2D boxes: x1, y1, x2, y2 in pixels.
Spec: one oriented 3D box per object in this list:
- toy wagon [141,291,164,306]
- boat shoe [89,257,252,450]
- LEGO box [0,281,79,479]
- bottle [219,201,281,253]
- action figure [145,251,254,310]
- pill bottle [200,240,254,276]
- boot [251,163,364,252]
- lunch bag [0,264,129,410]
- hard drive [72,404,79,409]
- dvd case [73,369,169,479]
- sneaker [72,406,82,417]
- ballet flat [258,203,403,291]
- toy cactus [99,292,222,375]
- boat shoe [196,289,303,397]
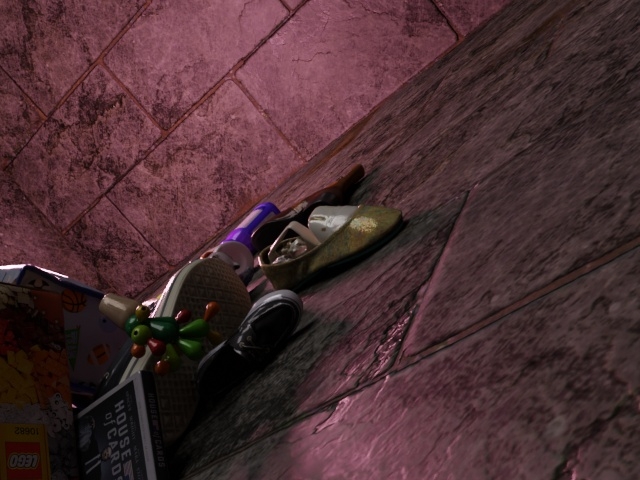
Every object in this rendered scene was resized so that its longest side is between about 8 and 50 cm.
[{"bbox_3d":[-0.490,0.237,2.222,0.267,0.068,0.344,2,36,42],"label":"toy wagon"},{"bbox_3d":[-0.260,0.192,1.407,0.156,0.187,0.500,-30,19,28],"label":"boat shoe"},{"bbox_3d":[-0.608,0.333,1.244,0.500,0.372,0.193,-32,-31,31],"label":"LEGO box"},{"bbox_3d":[-0.228,-0.003,2.424,0.118,0.092,0.283,-31,14,49],"label":"bottle"},{"bbox_3d":[-0.306,0.152,1.806,0.330,0.178,0.341,-47,4,26],"label":"action figure"},{"bbox_3d":[-0.268,0.074,2.153,0.119,0.119,0.208,-45,10,-24],"label":"pill bottle"},{"bbox_3d":[-0.031,-0.088,2.020,0.264,0.096,0.280,-36,10,29],"label":"boot"},{"bbox_3d":[-0.501,0.210,1.626,0.328,0.385,0.239,1,71,55],"label":"lunch bag"},{"bbox_3d":[-0.721,0.500,2.315,0.094,0.022,0.135,-47,11,-33],"label":"hard drive"},{"bbox_3d":[-0.309,0.318,1.140,0.238,0.029,0.179,-36,55,29],"label":"dvd case"},{"bbox_3d":[-0.620,0.418,1.730,0.185,0.202,0.483,-47,11,-30],"label":"sneaker"},{"bbox_3d":[0.000,0.000,1.433,0.348,0.123,0.123,-30,14,47],"label":"ballet flat"},{"bbox_3d":[-0.253,0.125,1.208,0.112,0.180,0.219,-68,-14,10],"label":"toy cactus"},{"bbox_3d":[-0.116,0.170,1.248,0.228,0.080,0.076,-38,18,19],"label":"boat shoe"}]
